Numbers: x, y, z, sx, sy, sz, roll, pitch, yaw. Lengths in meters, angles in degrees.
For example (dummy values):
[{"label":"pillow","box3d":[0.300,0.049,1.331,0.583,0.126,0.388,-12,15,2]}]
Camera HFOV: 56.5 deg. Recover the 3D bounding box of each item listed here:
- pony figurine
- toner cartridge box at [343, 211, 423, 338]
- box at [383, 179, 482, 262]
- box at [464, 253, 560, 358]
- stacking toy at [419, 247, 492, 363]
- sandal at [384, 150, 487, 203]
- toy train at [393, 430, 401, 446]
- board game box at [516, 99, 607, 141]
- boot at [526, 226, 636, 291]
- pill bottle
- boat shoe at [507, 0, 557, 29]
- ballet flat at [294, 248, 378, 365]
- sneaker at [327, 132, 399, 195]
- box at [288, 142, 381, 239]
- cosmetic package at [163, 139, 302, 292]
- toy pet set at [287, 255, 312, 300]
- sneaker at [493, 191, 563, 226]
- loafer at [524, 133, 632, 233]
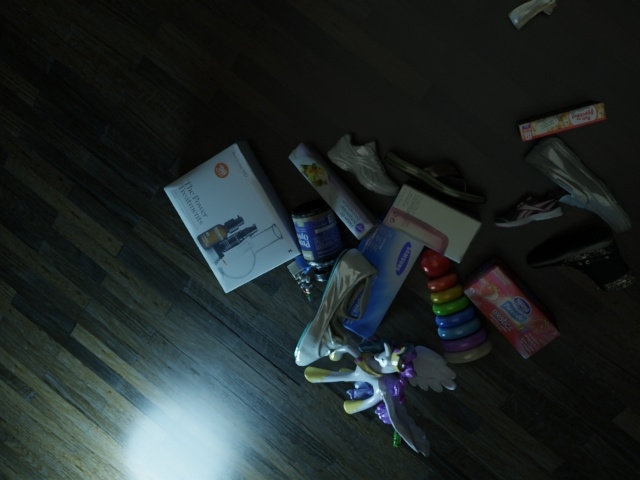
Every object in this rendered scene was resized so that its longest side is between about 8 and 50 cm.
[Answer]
[{"label":"pony figurine","box3d":[0.188,0.416,1.725,0.363,0.303,0.351,-21,122,44]},{"label":"toner cartridge box","box3d":[0.157,0.107,1.754,0.165,0.075,0.348,28,110,6]},{"label":"box","box3d":[0.306,-0.056,1.626,0.232,0.148,0.127,28,104,7]},{"label":"box","box3d":[0.526,0.178,1.646,0.122,0.128,0.257,-42,90,21]},{"label":"stacking toy","box3d":[0.373,0.173,1.695,0.141,0.141,0.330,-18,93,19]},{"label":"sandal","box3d":[0.318,-0.180,1.616,0.302,0.120,0.086,30,96,6]},{"label":"toy train","box3d":[0.247,0.621,1.900,0.023,0.017,0.083,3,106,3]},{"label":"board game box","box3d":[0.595,-0.301,1.488,0.193,0.147,0.045,-13,101,19]},{"label":"boot","box3d":[0.694,0.072,1.591,0.236,0.085,0.178,-23,118,41]},{"label":"pill bottle","box3d":[0.000,0.000,1.738,0.122,0.123,0.219,-10,107,17]},{"label":"boat shoe","box3d":[0.553,-0.583,1.472,0.170,0.063,0.059,-25,100,29]},{"label":"ballet flat","box3d":[0.048,0.217,1.695,0.139,0.139,0.400,26,107,7]},{"label":"sneaker","box3d":[0.136,-0.217,1.668,0.232,0.090,0.115,36,107,2]},{"label":"box","box3d":[0.038,-0.142,1.684,0.063,0.067,0.324,-46,76,23]},{"label":"cosmetic package","box3d":[-0.256,-0.070,1.809,0.284,0.097,0.377,-29,96,17]},{"label":"toy pet set","box3d":[-0.042,0.109,1.805,0.065,0.122,0.114,-34,71,-5]},{"label":"sneaker","box3d":[0.555,-0.084,1.609,0.178,0.072,0.077,-13,89,10]},{"label":"loafer","box3d":[0.666,-0.134,1.540,0.319,0.112,0.111,48,117,6]}]
